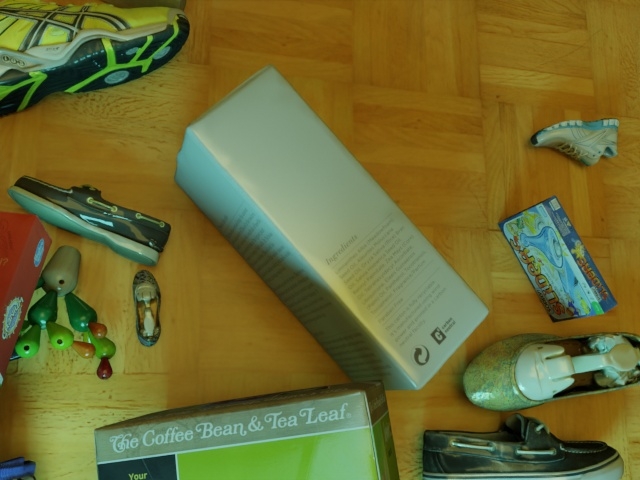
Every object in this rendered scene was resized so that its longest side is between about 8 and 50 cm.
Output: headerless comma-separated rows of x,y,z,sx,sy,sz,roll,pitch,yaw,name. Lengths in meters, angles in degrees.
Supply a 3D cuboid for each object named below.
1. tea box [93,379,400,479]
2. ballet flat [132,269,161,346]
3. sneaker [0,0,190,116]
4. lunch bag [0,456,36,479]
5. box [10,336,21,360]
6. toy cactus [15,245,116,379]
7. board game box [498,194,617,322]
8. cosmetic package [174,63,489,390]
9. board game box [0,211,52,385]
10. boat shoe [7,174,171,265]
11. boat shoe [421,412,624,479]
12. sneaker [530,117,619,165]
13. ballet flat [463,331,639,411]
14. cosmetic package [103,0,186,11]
-0.065,0.355,0.821,0.328,0.220,0.324,-10,80,9,tea box
-0.252,0.097,0.982,0.041,0.041,0.115,-5,79,-17,ballet flat
-0.382,-0.299,0.982,0.384,0.145,0.147,-19,84,-20,sneaker
-0.514,0.427,0.738,0.385,0.239,0.328,4,75,-32,lunch bag
-0.490,0.102,0.919,0.116,0.029,0.162,-19,82,-20,box
-0.371,0.090,0.919,0.218,0.112,0.181,25,43,-20,toy cactus
0.394,0.036,1.130,0.035,0.136,0.201,-27,85,-20,board game box
0.000,0.000,0.978,0.161,0.230,0.453,-42,92,-21,cosmetic package
-0.476,0.106,0.760,0.242,0.064,0.317,5,58,0,board game box
-0.331,-0.040,0.973,0.227,0.081,0.069,27,69,-16,boat shoe
0.319,0.332,1.048,0.334,0.121,0.119,-1,82,-14,boat shoe
0.478,-0.178,1.240,0.190,0.071,0.083,-7,85,-17,sneaker
0.401,0.204,1.091,0.348,0.123,0.123,-3,78,-21,ballet flat
-0.328,-0.422,1.049,0.238,0.099,0.061,18,71,-12,cosmetic package
